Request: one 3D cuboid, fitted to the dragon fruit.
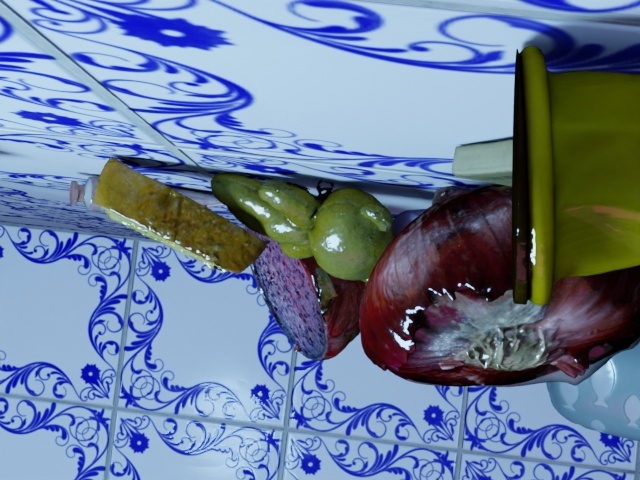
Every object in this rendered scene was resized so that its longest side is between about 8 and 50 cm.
[{"bbox_3d":[0.011,0.029,1.262,0.148,0.218,0.223,-23,146,-20],"label":"dragon fruit"}]

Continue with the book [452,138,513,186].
[{"bbox_3d":[0.231,-0.043,0.705,0.231,0.026,0.161,8,177,-25],"label":"book"}]

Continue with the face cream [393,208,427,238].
[{"bbox_3d":[0.208,0.001,1.089,0.274,0.096,0.154,-6,-179,-30],"label":"face cream"}]

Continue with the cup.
[{"bbox_3d":[0.424,0.102,1.229,0.275,0.259,0.356,6,145,23],"label":"cup"}]

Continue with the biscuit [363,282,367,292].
[{"bbox_3d":[0.166,0.044,1.150,0.186,0.044,0.295,25,-151,9],"label":"biscuit"}]

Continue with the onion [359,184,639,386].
[{"bbox_3d":[0.162,0.031,0.907,0.272,0.195,0.272,-7,152,-4],"label":"onion"}]

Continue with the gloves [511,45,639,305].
[{"bbox_3d":[0.232,-0.029,0.428,0.294,0.116,0.133,0,-177,9],"label":"gloves"}]

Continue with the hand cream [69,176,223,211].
[{"bbox_3d":[-0.211,-0.055,1.275,0.210,0.043,0.067,2,-179,-24],"label":"hand cream"}]

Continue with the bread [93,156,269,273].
[{"bbox_3d":[-0.151,-0.021,1.064,0.187,0.065,0.103,27,172,-12],"label":"bread"}]

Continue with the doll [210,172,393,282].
[{"bbox_3d":[-0.014,-0.031,1.052,0.209,0.097,0.137,22,152,19],"label":"doll"}]
